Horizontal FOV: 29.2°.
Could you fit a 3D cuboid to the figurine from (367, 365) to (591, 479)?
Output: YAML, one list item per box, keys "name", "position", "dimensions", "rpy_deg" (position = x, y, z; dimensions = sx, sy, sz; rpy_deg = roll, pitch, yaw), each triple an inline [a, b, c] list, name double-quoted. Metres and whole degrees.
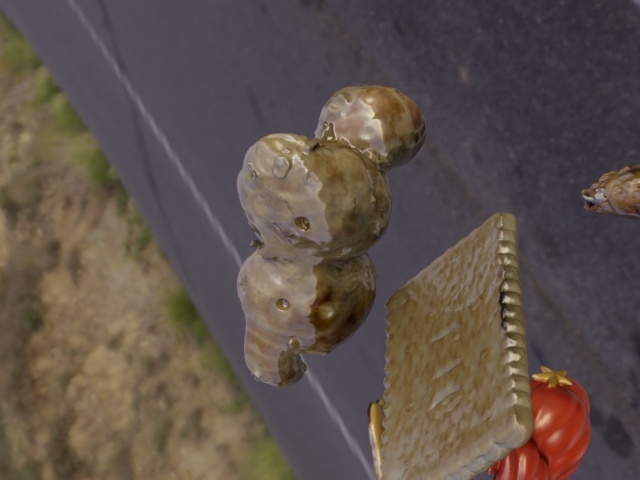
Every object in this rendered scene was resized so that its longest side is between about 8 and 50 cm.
- name: "figurine"
  position: [0.201, 0.257, 1.478]
  dimensions: [0.208, 0.257, 0.180]
  rpy_deg: [14, -117, -75]

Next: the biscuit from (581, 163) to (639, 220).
- name: "biscuit"
  position: [0.484, -0.049, 1.503]
  dimensions: [0.334, 0.289, 0.081]
  rpy_deg: [7, 89, 54]

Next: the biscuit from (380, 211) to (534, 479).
- name: "biscuit"
  position: [0.147, 0.131, 1.344]
  dimensions: [0.044, 0.217, 0.324]
  rpy_deg: [31, -143, -23]

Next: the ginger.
- name: "ginger"
  position: [0.000, 0.000, 1.439]
  dimensions: [0.176, 0.256, 0.375]
  rpy_deg: [23, 109, 29]
